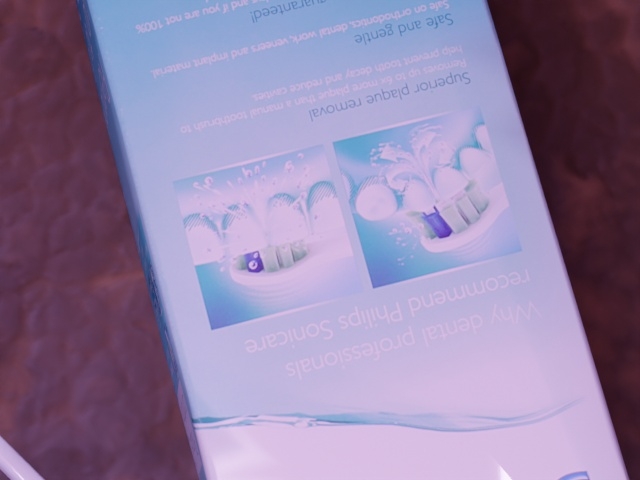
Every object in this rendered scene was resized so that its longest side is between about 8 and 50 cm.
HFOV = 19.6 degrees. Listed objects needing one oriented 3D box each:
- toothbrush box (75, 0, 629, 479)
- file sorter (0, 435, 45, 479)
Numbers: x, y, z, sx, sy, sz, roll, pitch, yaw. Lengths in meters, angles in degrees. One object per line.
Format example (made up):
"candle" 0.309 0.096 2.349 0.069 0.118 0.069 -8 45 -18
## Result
"toothbrush box" 0.000 0.000 0.651 0.126 0.216 0.295 -15 80 -6
"file sorter" -0.179 0.205 0.568 0.193 0.173 0.278 44 54 7
